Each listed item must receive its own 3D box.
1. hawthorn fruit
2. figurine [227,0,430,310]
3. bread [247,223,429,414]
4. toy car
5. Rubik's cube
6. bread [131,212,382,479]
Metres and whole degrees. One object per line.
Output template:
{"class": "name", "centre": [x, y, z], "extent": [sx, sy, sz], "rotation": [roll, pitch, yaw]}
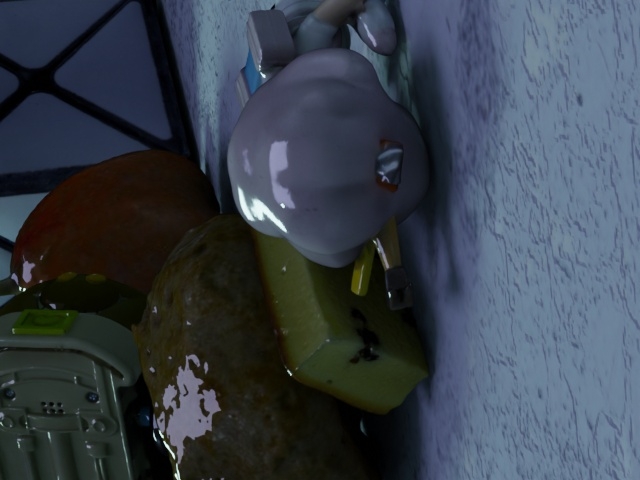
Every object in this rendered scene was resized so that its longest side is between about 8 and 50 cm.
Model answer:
{"class": "hawthorn fruit", "centre": [-0.198, 0.017, 1.703], "extent": [0.199, 0.251, 0.199], "rotation": [34, 129, 56]}
{"class": "figurine", "centre": [-0.001, -0.066, 1.036], "extent": [0.137, 0.112, 0.229], "rotation": [115, 152, -44]}
{"class": "bread", "centre": [0.000, 0.000, 1.126], "extent": [0.049, 0.088, 0.226], "rotation": [-45, 42, 28]}
{"class": "toy car", "centre": [-0.180, 0.136, 1.487], "extent": [0.198, 0.204, 0.248], "rotation": [-66, -27, -57]}
{"class": "Rubik's cube", "centre": [-0.316, -0.078, 2.069], "extent": [0.307, 0.310, 0.305], "rotation": [98, 161, -49]}
{"class": "bread", "centre": [-0.042, 0.100, 1.196], "extent": [0.230, 0.123, 0.230], "rotation": [-18, -90, -87]}
